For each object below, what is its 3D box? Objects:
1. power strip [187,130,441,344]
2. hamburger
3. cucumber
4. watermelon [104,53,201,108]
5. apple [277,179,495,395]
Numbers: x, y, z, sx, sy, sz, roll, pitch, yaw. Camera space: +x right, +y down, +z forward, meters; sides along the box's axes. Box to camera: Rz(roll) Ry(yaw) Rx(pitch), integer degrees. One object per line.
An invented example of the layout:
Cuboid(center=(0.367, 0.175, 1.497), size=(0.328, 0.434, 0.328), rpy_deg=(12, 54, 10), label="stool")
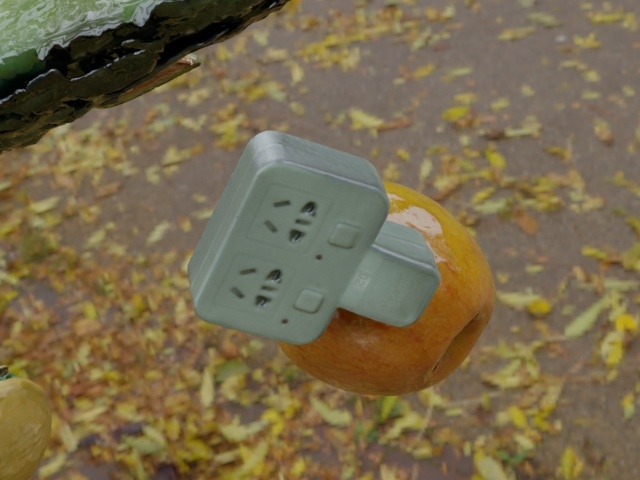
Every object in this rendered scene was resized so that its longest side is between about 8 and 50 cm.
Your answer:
Cuboid(center=(0.000, 0.000, 1.562), size=(0.261, 0.229, 0.141), rpy_deg=(16, 30, -21), label="power strip")
Cuboid(center=(-0.358, 0.202, 1.399), size=(0.115, 0.162, 0.162), rpy_deg=(25, 49, 28), label="hamburger")
Cuboid(center=(-0.079, -0.065, 0.402), size=(0.211, 0.062, 0.078), rpy_deg=(-19, 63, 21), label="cucumber")
Cuboid(center=(-0.180, -0.161, 1.139), size=(0.087, 0.069, 0.163), rpy_deg=(-27, -7, 19), label="watermelon")
Cuboid(center=(0.086, 0.072, 1.790), size=(0.275, 0.299, 0.299), rpy_deg=(32, 48, 8), label="apple")
